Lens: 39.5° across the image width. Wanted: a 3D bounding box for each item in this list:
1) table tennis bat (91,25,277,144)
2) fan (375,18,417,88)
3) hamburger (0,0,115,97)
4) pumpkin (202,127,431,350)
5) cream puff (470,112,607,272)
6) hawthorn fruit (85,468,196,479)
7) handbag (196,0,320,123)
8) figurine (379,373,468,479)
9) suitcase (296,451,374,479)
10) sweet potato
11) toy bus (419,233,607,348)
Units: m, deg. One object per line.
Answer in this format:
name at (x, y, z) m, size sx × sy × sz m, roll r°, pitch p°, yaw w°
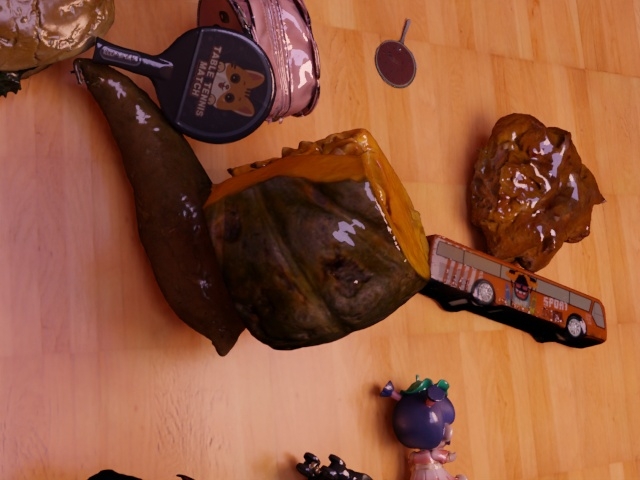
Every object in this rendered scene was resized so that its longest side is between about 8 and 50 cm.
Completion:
table tennis bat at (-0.172, -0.209, 1.137) m, size 0.236 × 0.027 × 0.150 m, roll 15°, pitch 105°, yaw -15°
fan at (0.133, -0.317, 1.500) m, size 0.085 × 0.005 × 0.133 m, roll 25°, pitch 69°, yaw -25°
hamburger at (-0.362, -0.338, 1.117) m, size 0.211 × 0.132 × 0.309 m, roll -2°, pitch 80°, yaw -30°
pumpkin at (0.000, 0.000, 1.112) m, size 0.303 × 0.225 × 0.256 m, roll -72°, pitch 140°, yaw -66°
cream puff at (0.357, -0.085, 1.515) m, size 0.241 × 0.154 × 0.269 m, roll -22°, pitch 99°, yaw -29°
hawthorn fruit at (-0.185, 0.396, 0.980) m, size 0.315 × 0.316 × 0.316 m, roll 7°, pitch 77°, yaw -31°
handbag at (-0.086, -0.262, 1.250) m, size 0.116 × 0.179 × 0.205 m, roll -18°, pitch 110°, yaw -26°
figurine at (0.164, 0.298, 1.334) m, size 0.102 × 0.111 × 0.195 m, roll -3°, pitch 81°, yaw -53°
suitcase at (0.055, 0.456, 1.220) m, size 0.312 × 0.128 × 0.202 m, roll 48°, pitch 60°, yaw -16°
sweet potato at (-0.194, -0.051, 1.169) m, size 0.130 × 0.130 × 0.423 m, roll -24°, pitch 90°, yaw -34°
toy bus at (0.312, 0.095, 1.480) m, size 0.408 × 0.093 × 0.092 m, roll 21°, pitch 69°, yaw -29°
